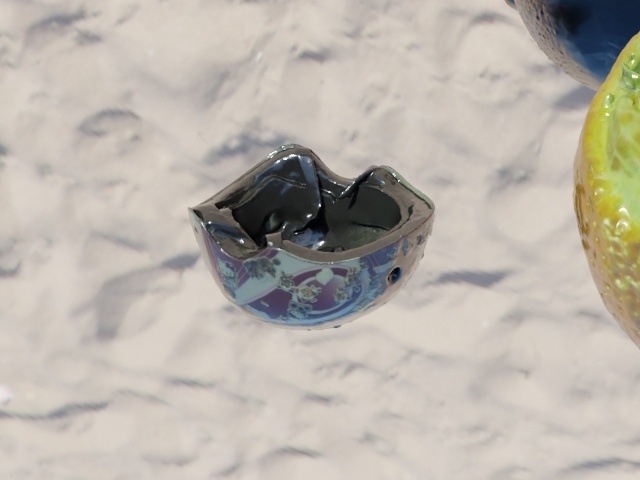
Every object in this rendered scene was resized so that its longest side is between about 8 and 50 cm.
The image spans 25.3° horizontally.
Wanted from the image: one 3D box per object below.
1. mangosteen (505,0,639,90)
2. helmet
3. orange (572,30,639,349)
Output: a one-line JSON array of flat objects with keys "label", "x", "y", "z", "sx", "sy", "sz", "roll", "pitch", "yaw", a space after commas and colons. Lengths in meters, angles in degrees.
[{"label": "mangosteen", "x": 0.247, "y": -0.236, "z": 1.051, "sx": 0.287, "sy": 0.288, "sz": 0.233, "roll": -8, "pitch": 153, "yaw": 29}, {"label": "helmet", "x": -0.006, "y": 0.012, "z": 1.045, "sx": 0.176, "sy": 0.153, "sz": 0.107, "roll": 18, "pitch": 122, "yaw": 28}, {"label": "orange", "x": 0.230, "y": 0.006, "z": 0.649, "sx": 0.237, "sy": 0.179, "sz": 0.158, "roll": 21, "pitch": 131, "yaw": 22}]
